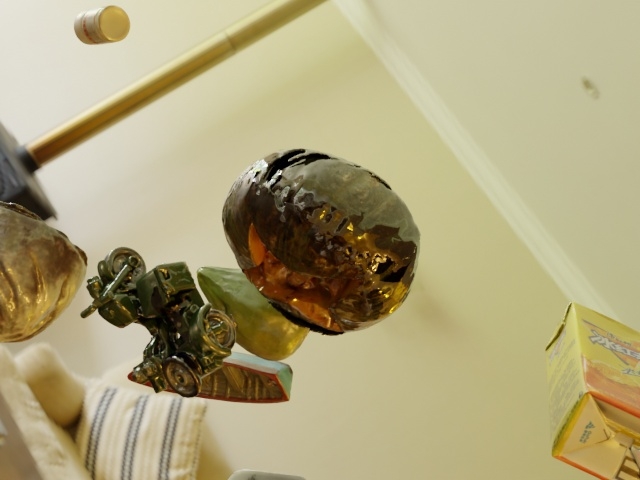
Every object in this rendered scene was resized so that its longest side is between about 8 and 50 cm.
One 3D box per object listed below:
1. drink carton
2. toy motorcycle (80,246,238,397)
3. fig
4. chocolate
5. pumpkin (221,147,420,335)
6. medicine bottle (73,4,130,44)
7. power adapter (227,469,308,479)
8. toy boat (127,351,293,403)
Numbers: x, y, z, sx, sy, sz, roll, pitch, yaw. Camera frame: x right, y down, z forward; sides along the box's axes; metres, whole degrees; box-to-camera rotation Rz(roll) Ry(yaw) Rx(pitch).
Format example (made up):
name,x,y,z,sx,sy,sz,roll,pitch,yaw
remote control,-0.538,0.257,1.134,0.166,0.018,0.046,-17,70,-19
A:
name,x,y,z,sx,sy,sz,roll,pitch,yaw
drink carton,0.409,0.212,1.293,0.155,0.111,0.351,25,20,5
toy motorcycle,-0.252,0.118,1.435,0.205,0.127,0.275,-33,-96,42
fig,-0.108,0.126,1.690,0.233,0.167,0.167,31,10,-32
chocolate,-0.637,0.090,1.803,0.303,0.303,0.213,64,30,-45
pumpkin,0.000,0.000,1.355,0.321,0.192,0.320,24,-26,13
medicine bottle,-0.342,-0.336,1.427,0.089,0.057,0.057,10,-44,49
power adapter,-0.077,0.504,1.678,0.255,0.187,0.124,51,45,-49
toy boat,-0.238,0.281,1.937,0.392,0.079,0.136,1,-47,28
